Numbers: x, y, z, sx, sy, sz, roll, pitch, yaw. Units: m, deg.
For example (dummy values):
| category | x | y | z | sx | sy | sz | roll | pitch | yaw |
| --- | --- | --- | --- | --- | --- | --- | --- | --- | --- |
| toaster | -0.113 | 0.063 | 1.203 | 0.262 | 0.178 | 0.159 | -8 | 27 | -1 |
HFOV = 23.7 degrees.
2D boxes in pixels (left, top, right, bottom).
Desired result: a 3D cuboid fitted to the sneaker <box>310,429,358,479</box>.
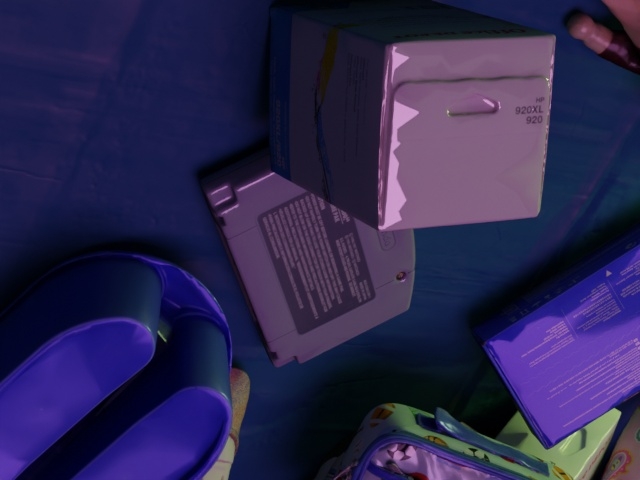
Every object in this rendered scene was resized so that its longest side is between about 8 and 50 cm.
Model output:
| category | x | y | z | sx | sy | sz | roll | pitch | yaw |
| --- | --- | --- | --- | --- | --- | --- | --- | --- | --- |
| sneaker | 0.031 | 0.318 | 1.918 | 0.080 | 0.081 | 0.211 | 29 | 109 | -42 |

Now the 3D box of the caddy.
| category | x | y | z | sx | sy | sz | roll | pitch | yaw |
| --- | --- | --- | --- | --- | --- | --- | --- | --- | --- |
| caddy | -0.243 | 0.166 | 1.548 | 0.341 | 0.179 | 0.241 | -41 | 113 | 9 |

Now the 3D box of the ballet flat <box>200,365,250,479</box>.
| category | x | y | z | sx | sy | sz | roll | pitch | yaw |
| --- | --- | --- | --- | --- | --- | --- | --- | --- | --- |
| ballet flat | -0.166 | 0.284 | 1.748 | 0.107 | 0.106 | 0.316 | 18 | 118 | -40 |

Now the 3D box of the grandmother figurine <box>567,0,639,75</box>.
| category | x | y | z | sx | sy | sz | roll | pitch | yaw |
| --- | --- | --- | --- | --- | --- | --- | --- | --- | --- |
| grandmother figurine | 0.364 | -0.222 | 1.568 | 0.104 | 0.208 | 0.342 | -62 | 140 | -20 |

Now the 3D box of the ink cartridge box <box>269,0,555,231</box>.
| category | x | y | z | sx | sy | sz | roll | pitch | yaw |
| --- | --- | --- | --- | --- | --- | --- | --- | --- | --- |
| ink cartridge box | 0.076 | -0.122 | 1.393 | 0.171 | 0.232 | 0.168 | -6 | 108 | -25 |

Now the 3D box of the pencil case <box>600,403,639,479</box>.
| category | x | y | z | sx | sy | sz | roll | pitch | yaw |
| --- | --- | --- | --- | --- | --- | --- | --- | --- | --- |
| pencil case | 0.449 | 0.276 | 2.014 | 0.284 | 0.124 | 0.124 | -57 | 143 | -23 |

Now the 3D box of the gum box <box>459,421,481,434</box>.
| category | x | y | z | sx | sy | sz | roll | pitch | yaw |
| --- | --- | --- | --- | --- | --- | --- | --- | --- | --- |
| gum box | 0.134 | 0.311 | 1.931 | 0.188 | 0.062 | 0.107 | -13 | 129 | -50 |

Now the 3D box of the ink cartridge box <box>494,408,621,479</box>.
| category | x | y | z | sx | sy | sz | roll | pitch | yaw |
| --- | --- | --- | --- | --- | --- | --- | --- | --- | --- |
| ink cartridge box | 0.274 | 0.348 | 2.005 | 0.207 | 0.117 | 0.283 | -41 | 151 | -46 |

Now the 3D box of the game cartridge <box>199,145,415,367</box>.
| category | x | y | z | sx | sy | sz | roll | pitch | yaw |
| --- | --- | --- | --- | --- | --- | --- | --- | --- | --- |
| game cartridge | 0.000 | 0.000 | 1.627 | 0.198 | 0.062 | 0.297 | -29 | 138 | -11 |

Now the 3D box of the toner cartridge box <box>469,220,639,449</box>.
| category | x | y | z | sx | sy | sz | roll | pitch | yaw |
| --- | --- | --- | --- | --- | --- | --- | --- | --- | --- |
| toner cartridge box | 0.374 | 0.091 | 1.863 | 0.348 | 0.075 | 0.165 | -32 | 105 | -1 |

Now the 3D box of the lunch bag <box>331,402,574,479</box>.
| category | x | y | z | sx | sy | sz | roll | pitch | yaw |
| --- | --- | --- | --- | --- | --- | --- | --- | --- | --- |
| lunch bag | 0.148 | 0.329 | 1.787 | 0.303 | 0.115 | 0.243 | 22 | 111 | -9 |
